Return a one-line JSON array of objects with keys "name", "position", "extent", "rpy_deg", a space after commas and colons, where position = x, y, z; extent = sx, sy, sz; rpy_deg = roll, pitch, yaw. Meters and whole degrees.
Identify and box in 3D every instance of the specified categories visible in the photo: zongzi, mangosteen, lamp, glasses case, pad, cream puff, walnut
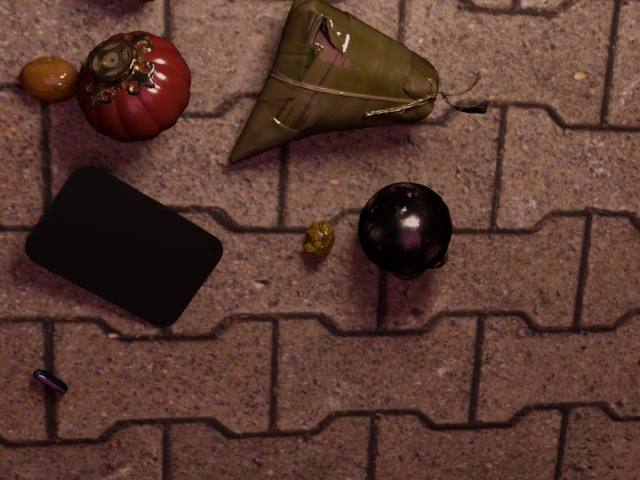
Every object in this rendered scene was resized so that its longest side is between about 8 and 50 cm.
[{"name": "zongzi", "position": [0.076, -0.262, 1.694], "extent": [0.446, 0.181, 0.418], "rpy_deg": [23, 114, -19]}, {"name": "mangosteen", "position": [0.189, -0.004, 1.763], "extent": [0.211, 0.211, 0.250], "rpy_deg": [-21, 137, -5]}, {"name": "lamp", "position": [-0.360, -0.296, 1.574], "extent": [0.226, 0.227, 0.227], "rpy_deg": [-3, 105, -10]}, {"name": "glasses case", "position": [-0.590, 0.308, 1.770], "extent": [0.083, 0.033, 0.023], "rpy_deg": [35, 85, -17]}, {"name": "pad", "position": [-0.436, 0.036, 1.736], "extent": [0.375, 0.063, 0.315], "rpy_deg": [34, 95, -27]}, {"name": "cream puff", "position": [0.000, 0.000, 1.788], "extent": [0.083, 0.058, 0.083], "rpy_deg": [-46, 109, 2]}, {"name": "walnut", "position": [-0.540, -0.320, 1.608], "extent": [0.121, 0.052, 0.091], "rpy_deg": [0, 101, -13]}]
